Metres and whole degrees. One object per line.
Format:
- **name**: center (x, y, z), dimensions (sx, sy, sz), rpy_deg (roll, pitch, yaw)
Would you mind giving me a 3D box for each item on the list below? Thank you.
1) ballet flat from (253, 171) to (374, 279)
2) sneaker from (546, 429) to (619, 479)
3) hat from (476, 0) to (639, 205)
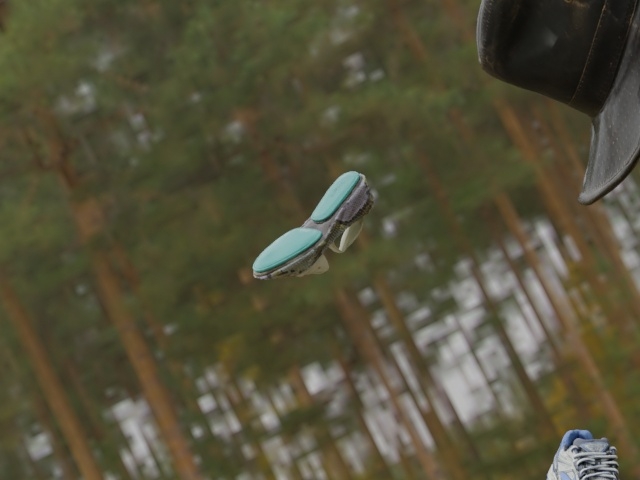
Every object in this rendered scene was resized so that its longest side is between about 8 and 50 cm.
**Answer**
- **ballet flat**: center (0.000, 0.000, 1.391), dimensions (0.114, 0.041, 0.041), rpy_deg (-45, 2, -28)
- **sneaker**: center (0.201, 0.178, 1.503), dimensions (0.052, 0.058, 0.135), rpy_deg (8, 12, -11)
- **hat**: center (0.195, -0.199, 1.551), dimensions (0.134, 0.331, 0.331), rpy_deg (12, -11, -2)
